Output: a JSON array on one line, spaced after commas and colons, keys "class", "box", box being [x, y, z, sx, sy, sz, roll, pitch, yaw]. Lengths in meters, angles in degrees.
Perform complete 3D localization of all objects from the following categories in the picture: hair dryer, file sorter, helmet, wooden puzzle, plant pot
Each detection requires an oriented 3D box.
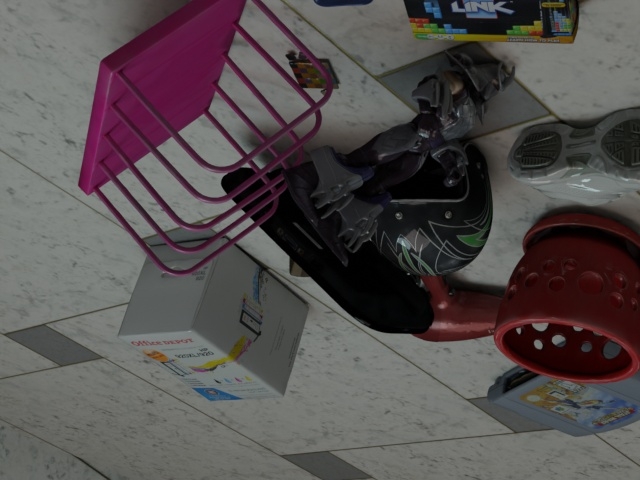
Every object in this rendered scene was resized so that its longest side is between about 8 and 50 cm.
[{"class": "hair dryer", "box": [0.166, 0.077, 1.879, 0.293, 0.080, 0.223, 19, 152, -8]}, {"class": "file sorter", "box": [-0.128, -0.116, 1.462, 0.182, 0.202, 0.291, 47, 153, 8]}, {"class": "helmet", "box": [0.134, -0.034, 1.595, 0.169, 0.162, 0.169, 12, 153, 6]}, {"class": "wooden puzzle", "box": [-0.008, -0.197, 1.531, 0.049, 0.006, 0.083, 4, 151, 21]}, {"class": "plant pot", "box": [0.331, 0.072, 1.680, 0.191, 0.174, 0.191, 11, 152, 6]}]

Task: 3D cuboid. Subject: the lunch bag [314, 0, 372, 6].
[{"class": "lunch bag", "box": [0.022, -0.283, 1.293, 0.067, 0.065, 0.098, -2, 151, -1]}]

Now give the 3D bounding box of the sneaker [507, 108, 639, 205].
[{"class": "sneaker", "box": [0.340, -0.087, 1.493, 0.232, 0.090, 0.115, 3, 158, 40]}]

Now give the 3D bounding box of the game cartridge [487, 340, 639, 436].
[{"class": "game cartridge", "box": [0.424, 0.242, 2.088, 0.198, 0.062, 0.297, 26, 151, -11]}]

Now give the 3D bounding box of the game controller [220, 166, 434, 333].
[{"class": "game controller", "box": [0.007, 0.010, 1.648, 0.166, 0.067, 0.319, -4, -140, -50]}]

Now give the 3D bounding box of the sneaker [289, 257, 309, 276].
[{"class": "sneaker", "box": [0.000, 0.000, 1.857, 0.071, 0.066, 0.188, 1, 160, -10]}]

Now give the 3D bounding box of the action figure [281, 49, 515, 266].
[{"class": "action figure", "box": [0.102, -0.105, 1.432, 0.099, 0.285, 0.185, 53, 180, 33]}]

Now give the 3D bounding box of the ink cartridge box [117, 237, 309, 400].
[{"class": "ink cartridge box", "box": [-0.167, 0.128, 2.047, 0.171, 0.168, 0.232, -8, 144, 38]}]

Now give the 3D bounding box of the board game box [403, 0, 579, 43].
[{"class": "board game box", "box": [0.165, -0.258, 1.285, 0.170, 0.048, 0.141, 4, 152, 20]}]
